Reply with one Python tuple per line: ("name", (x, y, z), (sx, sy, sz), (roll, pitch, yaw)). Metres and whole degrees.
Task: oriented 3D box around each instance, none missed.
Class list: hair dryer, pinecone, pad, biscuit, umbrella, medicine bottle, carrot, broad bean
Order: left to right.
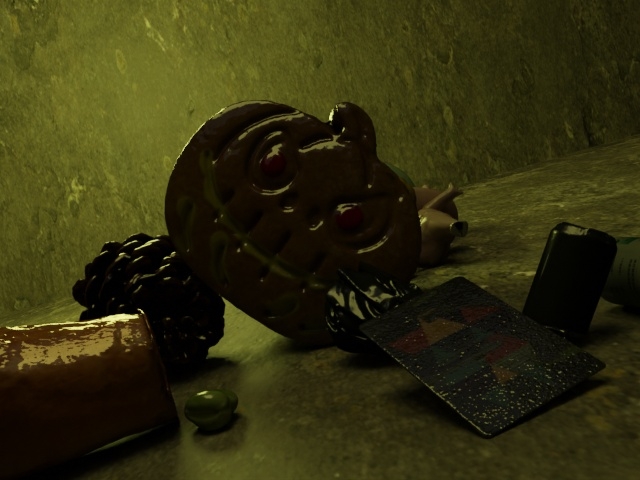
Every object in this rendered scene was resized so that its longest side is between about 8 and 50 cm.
("carrot", (-0.301, 0.170, 0.840), (0.254, 0.196, 0.196), (-13, 5, -13))
("pinecone", (-0.261, 0.106, 1.178), (0.224, 0.224, 0.272), (-19, 27, -30))
("broad bean", (-0.125, 0.190, 0.851), (0.063, 0.045, 0.083), (-15, -2, -7))
("biscuit", (-0.033, -0.049, 1.093), (0.394, 0.350, 0.070), (28, -4, 10))
("umbrella", (0.132, 0.094, 0.851), (0.118, 0.118, 0.340), (-20, 17, -39))
("pad", (0.147, 0.101, 0.724), (0.143, 0.003, 0.211), (-24, 30, -21))
("hair dryer", (0.284, 0.046, 0.881), (0.071, 0.114, 0.248), (20, 1, 12))
("medicine bottle", (0.368, 0.036, 0.816), (0.080, 0.080, 0.130), (-17, 6, -17))

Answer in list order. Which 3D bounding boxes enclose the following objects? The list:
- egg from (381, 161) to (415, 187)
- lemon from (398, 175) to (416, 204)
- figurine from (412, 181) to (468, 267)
("egg", (0.065, -0.060, 1.757), (0.371, 0.230, 0.230), (-23, 9, -25))
("lemon", (0.007, -0.003, 1.248), (0.316, 0.285, 0.285), (-52, 23, -24))
("figurine", (0.196, -0.030, 1.498), (0.186, 0.176, 0.287), (9, 21, -3))
